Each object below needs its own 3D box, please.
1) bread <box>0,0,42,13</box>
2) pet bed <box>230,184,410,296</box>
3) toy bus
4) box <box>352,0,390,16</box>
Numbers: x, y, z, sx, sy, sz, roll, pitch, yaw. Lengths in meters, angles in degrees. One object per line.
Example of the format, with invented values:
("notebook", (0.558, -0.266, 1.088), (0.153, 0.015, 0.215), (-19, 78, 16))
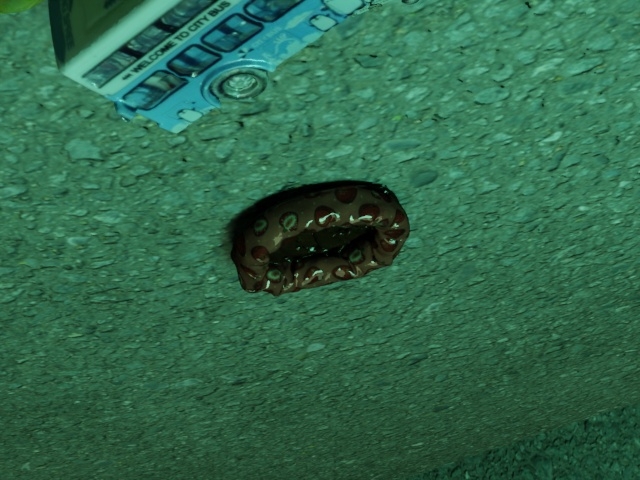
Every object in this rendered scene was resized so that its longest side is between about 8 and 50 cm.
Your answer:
("bread", (-0.158, -0.207, 0.616), (0.128, 0.088, 0.232), (-4, 153, -37))
("pet bed", (0.000, 0.000, 1.218), (0.201, 0.053, 0.201), (-15, 156, -7))
("toy bus", (-0.032, -0.182, 0.705), (0.297, 0.106, 0.131), (-28, 150, 31))
("box", (0.110, -0.215, 0.754), (0.218, 0.055, 0.039), (-18, 156, 16))
